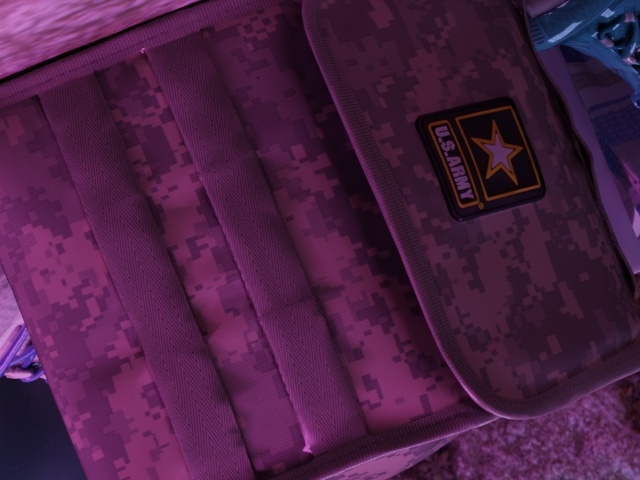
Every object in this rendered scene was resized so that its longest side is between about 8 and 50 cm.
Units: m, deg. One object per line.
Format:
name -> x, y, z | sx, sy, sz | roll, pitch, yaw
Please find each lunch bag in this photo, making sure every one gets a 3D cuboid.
lunch bag -> 0.000, 0.000, 0.911 | 0.287, 0.235, 0.169 | -22, 173, -5

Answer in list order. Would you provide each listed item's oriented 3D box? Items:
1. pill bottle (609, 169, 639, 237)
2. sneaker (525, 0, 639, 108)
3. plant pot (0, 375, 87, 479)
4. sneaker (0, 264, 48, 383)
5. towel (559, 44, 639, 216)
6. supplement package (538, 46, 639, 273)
pill bottle -> 0.163, -0.050, 1.570 | 0.319, 0.176, 0.176 | -21, 176, -23
sneaker -> 0.191, -0.133, 1.093 | 0.107, 0.110, 0.275 | -25, 175, 32
plant pot -> -0.334, 0.178, 1.469 | 0.293, 0.293, 0.196 | -23, 149, 14
sneaker -> -0.134, 0.032, 1.064 | 0.112, 0.131, 0.296 | -48, 174, 28
towel -> 0.266, -0.120, 1.260 | 0.209, 0.034, 0.285 | -28, -154, 5
supplement package -> 0.057, -0.026, 1.171 | 0.203, 0.194, 0.149 | -18, 175, -44
